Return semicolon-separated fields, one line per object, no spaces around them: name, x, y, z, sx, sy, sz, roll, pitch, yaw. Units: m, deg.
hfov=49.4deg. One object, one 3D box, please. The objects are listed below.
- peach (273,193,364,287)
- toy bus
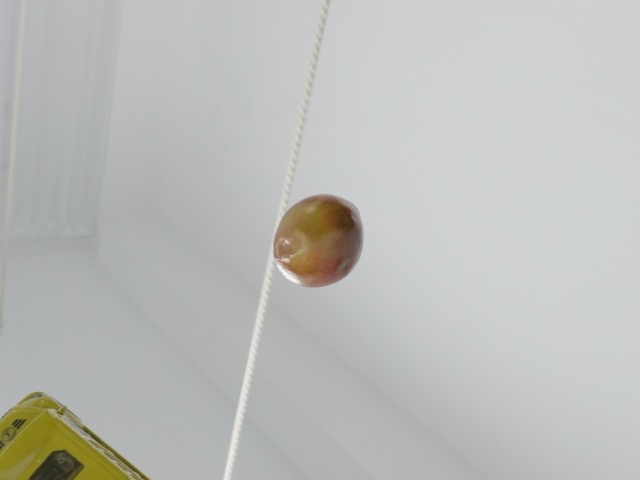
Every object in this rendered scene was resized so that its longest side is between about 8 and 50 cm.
peach;0.001;0.001;0.726;0.100;0.101;0.101;12;-159;-5
toy bus;-0.309;0.324;0.889;0.330;0.152;0.144;32;-113;15
